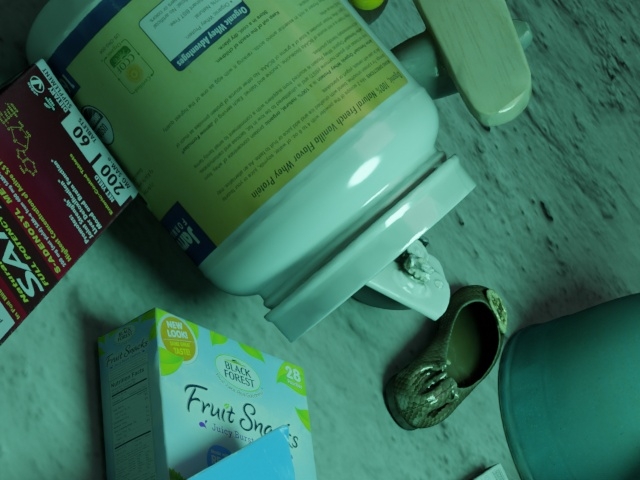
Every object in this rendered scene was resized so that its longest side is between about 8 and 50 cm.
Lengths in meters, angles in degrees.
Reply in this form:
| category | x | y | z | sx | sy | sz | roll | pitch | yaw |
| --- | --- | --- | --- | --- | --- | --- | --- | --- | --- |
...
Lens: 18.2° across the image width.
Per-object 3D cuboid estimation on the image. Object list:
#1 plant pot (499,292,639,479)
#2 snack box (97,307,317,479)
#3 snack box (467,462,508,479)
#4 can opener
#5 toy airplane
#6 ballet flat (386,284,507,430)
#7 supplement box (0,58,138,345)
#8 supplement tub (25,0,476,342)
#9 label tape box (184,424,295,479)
| category | x | y | z | sx | sy | sz | roll | pitch | yaw |
| --- | --- | --- | --- | --- | --- | --- | --- | --- | --- |
| plant pot | 0.358 | 0.162 | 1.976 | 0.271 | 0.255 | 0.272 | 36 | 39 | -36 |
| snack box | -0.080 | 0.175 | 1.503 | 0.174 | 0.070 | 0.207 | 25 | 46 | -45 |
| snack box | 0.132 | 0.255 | 1.797 | 0.178 | 0.022 | 0.064 | -19 | 84 | -59 |
| can opener | 0.000 | 0.000 | 1.752 | 0.280 | 0.093 | 0.074 | 30 | 41 | -29 |
| toy airplane | 0.070 | -0.309 | 1.903 | 0.384 | 0.272 | 0.386 | 27 | 51 | 2 |
| ballet flat | 0.133 | 0.105 | 1.879 | 0.084 | 0.058 | 0.250 | 60 | 31 | -5 |
| supplement box | -0.236 | -0.019 | 1.420 | 0.130 | 0.073 | 0.239 | 55 | 33 | -14 |
| supplement tub | -0.052 | -0.100 | 1.558 | 0.316 | 0.228 | 0.228 | 50 | 32 | 1 |
| label tape box | -0.012 | 0.324 | 1.364 | 0.249 | 0.115 | 0.348 | -24 | 102 | -54 |
